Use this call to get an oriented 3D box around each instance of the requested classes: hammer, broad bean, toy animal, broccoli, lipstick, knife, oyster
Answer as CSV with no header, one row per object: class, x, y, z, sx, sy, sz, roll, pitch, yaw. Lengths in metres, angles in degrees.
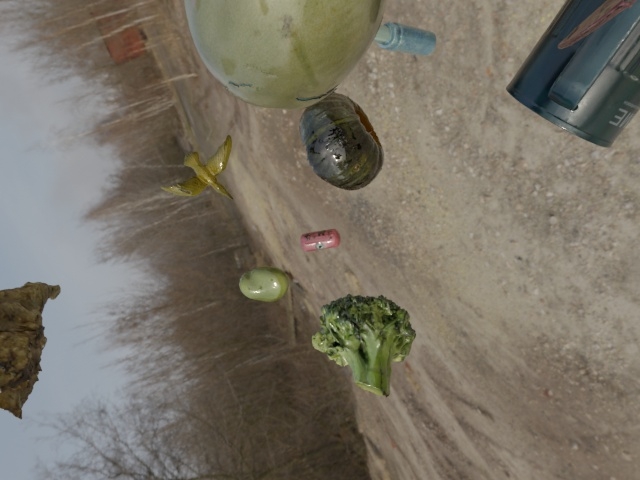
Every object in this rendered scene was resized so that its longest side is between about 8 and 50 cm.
hammer,0.000,0.000,0.968,0.043,0.083,0.043,-7,-90,-80
broad bean,-0.090,0.071,0.774,0.045,0.083,0.063,-59,-40,-64
toy animal,-0.287,-0.172,1.258,0.155,0.219,0.095,44,-177,-30
broccoli,0.112,0.265,1.167,0.248,0.288,0.245,124,160,-52
lipstick,0.152,-0.475,1.102,0.068,0.274,0.061,21,112,53
knife,0.254,-0.202,0.376,0.018,0.035,0.247,30,177,0
oyster,-0.671,0.187,1.009,0.204,0.111,0.396,41,-167,-37

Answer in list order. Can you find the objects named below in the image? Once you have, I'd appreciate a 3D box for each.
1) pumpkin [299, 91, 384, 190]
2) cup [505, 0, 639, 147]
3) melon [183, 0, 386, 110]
pumpkin,0.068,-0.296,1.446,0.320,0.192,0.320,51,-159,-29
cup,0.525,-0.368,0.901,0.292,0.308,0.242,-61,41,31
melon,-0.051,-0.334,0.658,0.268,0.269,0.330,63,149,19
